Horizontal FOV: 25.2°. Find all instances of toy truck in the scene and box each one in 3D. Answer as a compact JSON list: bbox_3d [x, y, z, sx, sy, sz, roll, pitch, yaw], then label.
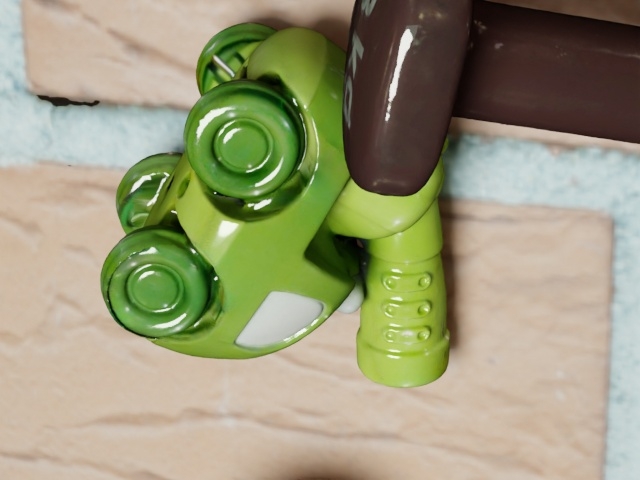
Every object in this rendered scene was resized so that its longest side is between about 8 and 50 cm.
[{"bbox_3d":[-0.007,-0.018,0.792,0.210,0.148,0.187,13,114,-7],"label":"toy truck"}]

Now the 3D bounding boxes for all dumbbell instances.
[{"bbox_3d":[0.126,-0.077,0.675,0.225,0.124,0.140,7,117,-8],"label":"dumbbell"}]
